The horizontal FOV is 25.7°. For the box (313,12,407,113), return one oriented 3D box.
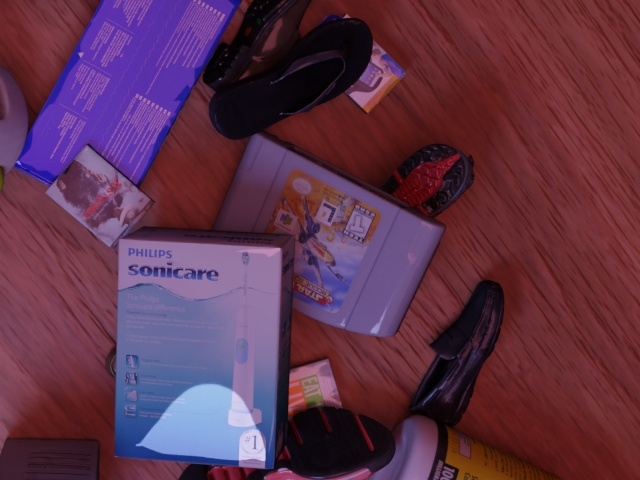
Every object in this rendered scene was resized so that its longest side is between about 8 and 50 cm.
[{"bbox_3d":[0.045,-0.251,1.958,0.136,0.028,0.081,43,90,-11],"label":"box"}]

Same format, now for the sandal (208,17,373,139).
[{"bbox_3d":[-0.028,-0.209,1.887,0.254,0.054,0.097,-35,118,-14],"label":"sandal"}]

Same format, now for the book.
[{"bbox_3d":[-0.046,0.231,1.998,0.144,0.035,0.096,-17,96,-3],"label":"book"}]

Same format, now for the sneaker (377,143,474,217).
[{"bbox_3d":[0.108,-0.037,1.950,0.262,0.125,0.104,-30,78,22],"label":"sneaker"}]

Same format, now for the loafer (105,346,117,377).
[{"bbox_3d":[-0.226,0.162,1.954,0.148,0.050,0.056,-12,97,-6],"label":"loafer"}]

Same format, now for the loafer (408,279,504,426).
[{"bbox_3d":[0.195,0.157,1.996,0.078,0.076,0.223,20,97,-17],"label":"loafer"}]

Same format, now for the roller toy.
[{"bbox_3d":[-0.491,-0.159,1.810,0.209,0.146,0.191,21,90,18],"label":"roller toy"}]

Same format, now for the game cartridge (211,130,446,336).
[{"bbox_3d":[0.000,0.000,1.897,0.297,0.062,0.198,28,101,15],"label":"game cartridge"}]

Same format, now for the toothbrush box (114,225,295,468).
[{"bbox_3d":[-0.152,0.137,1.855,0.216,0.126,0.295,2,99,7],"label":"toothbrush box"}]

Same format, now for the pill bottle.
[{"bbox_3d":[0.240,0.390,1.970,0.334,0.188,0.188,25,92,-9],"label":"pill bottle"}]

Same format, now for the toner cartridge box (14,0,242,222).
[{"bbox_3d":[-0.260,-0.215,1.897,0.165,0.075,0.348,29,92,-10],"label":"toner cartridge box"}]

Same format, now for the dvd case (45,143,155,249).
[{"bbox_3d":[-0.292,-0.057,1.866,0.119,0.013,0.087,42,90,-11],"label":"dvd case"}]

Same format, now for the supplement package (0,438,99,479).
[{"bbox_3d":[-0.363,0.356,1.859,0.134,0.244,0.139,2,95,-8],"label":"supplement package"}]

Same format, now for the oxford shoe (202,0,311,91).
[{"bbox_3d":[-0.060,-0.280,1.925,0.096,0.083,0.227,38,89,-31],"label":"oxford shoe"}]

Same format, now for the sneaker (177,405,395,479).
[{"bbox_3d":[-0.045,0.332,1.973,0.314,0.116,0.136,-18,142,-1],"label":"sneaker"}]
